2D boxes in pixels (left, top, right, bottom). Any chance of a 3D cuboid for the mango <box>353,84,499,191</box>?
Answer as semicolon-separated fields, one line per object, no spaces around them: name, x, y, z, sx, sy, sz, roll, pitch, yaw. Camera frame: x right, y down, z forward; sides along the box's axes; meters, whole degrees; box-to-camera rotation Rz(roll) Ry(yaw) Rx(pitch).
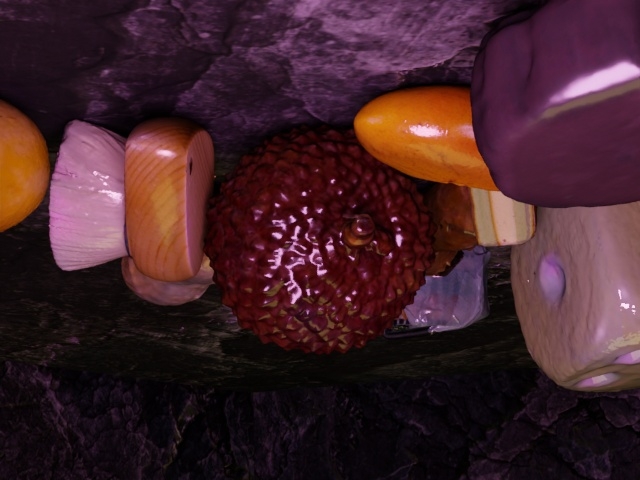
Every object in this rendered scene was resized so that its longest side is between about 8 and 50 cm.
mango;0.135;-0.112;1.424;0.217;0.102;0.141;7;-171;-21

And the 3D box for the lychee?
lychee;0.000;0.000;1.530;0.264;0.264;0.300;3;177;-18

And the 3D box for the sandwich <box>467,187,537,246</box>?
sandwich;0.209;-0.065;1.595;0.079;0.113;0.163;-4;167;11

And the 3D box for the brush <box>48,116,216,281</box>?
brush;-0.209;-0.061;1.489;0.166;0.174;0.266;8;160;1

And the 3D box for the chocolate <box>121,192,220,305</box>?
chocolate;-0.186;0.017;1.900;0.134;0.134;0.309;6;166;-30

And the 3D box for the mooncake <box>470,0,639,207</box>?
mooncake;0.270;-0.138;1.210;0.283;0.141;0.283;-6;160;-2

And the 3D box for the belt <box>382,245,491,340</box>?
belt;0.150;0.080;2.177;0.258;0.150;0.207;-10;173;41

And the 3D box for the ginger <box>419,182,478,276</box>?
ginger;0.178;-0.027;1.799;0.133;0.107;0.309;17;159;-14

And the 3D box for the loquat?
loquat;-0.362;-0.077;1.419;0.172;0.149;0.204;-7;-179;18

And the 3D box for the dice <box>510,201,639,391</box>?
dice;0.404;0.043;1.748;0.250;0.254;0.252;-3;160;-22
